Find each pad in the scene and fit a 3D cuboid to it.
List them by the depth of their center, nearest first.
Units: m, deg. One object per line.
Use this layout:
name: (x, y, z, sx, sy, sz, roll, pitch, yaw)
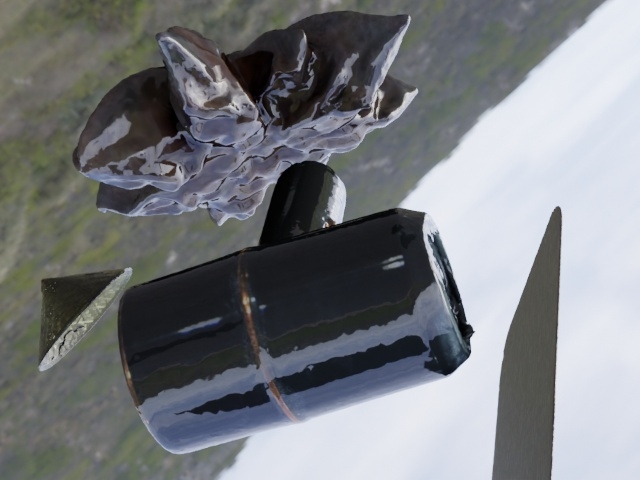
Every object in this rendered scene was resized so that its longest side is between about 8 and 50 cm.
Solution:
pad: (0.115, 0.122, 0.704, 0.176, 0.002, 0.266, 99, 2, -51)

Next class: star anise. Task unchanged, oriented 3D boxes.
star anise: (-0.056, -0.105, 1.004, 0.315, 0.108, 0.315, -16, 163, -5)

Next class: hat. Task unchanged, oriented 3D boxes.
hat: (-0.273, 0.064, 1.296, 0.146, 0.067, 0.146, -49, 179, -2)

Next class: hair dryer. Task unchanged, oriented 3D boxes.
hair dryer: (0.000, 0.000, 0.812, 0.189, 0.107, 0.352, -17, -159, 12)
